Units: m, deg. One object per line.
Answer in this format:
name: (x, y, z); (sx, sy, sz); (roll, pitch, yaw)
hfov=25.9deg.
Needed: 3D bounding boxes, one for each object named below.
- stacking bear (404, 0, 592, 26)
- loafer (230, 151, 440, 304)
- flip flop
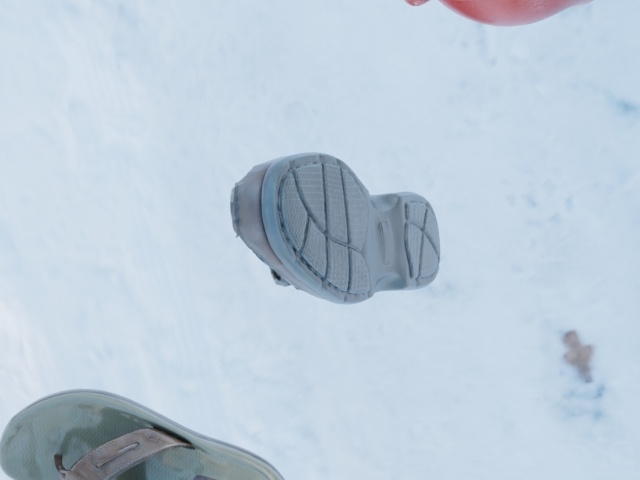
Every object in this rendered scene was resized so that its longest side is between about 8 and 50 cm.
stacking bear: (0.138, -0.241, 0.739); (0.164, 0.175, 0.289); (39, 70, -40)
loafer: (0.000, 0.000, 0.955); (0.084, 0.267, 0.096); (-5, 82, 26)
flip flop: (-0.164, 0.216, 1.261); (0.277, 0.080, 0.112); (18, 109, 7)
